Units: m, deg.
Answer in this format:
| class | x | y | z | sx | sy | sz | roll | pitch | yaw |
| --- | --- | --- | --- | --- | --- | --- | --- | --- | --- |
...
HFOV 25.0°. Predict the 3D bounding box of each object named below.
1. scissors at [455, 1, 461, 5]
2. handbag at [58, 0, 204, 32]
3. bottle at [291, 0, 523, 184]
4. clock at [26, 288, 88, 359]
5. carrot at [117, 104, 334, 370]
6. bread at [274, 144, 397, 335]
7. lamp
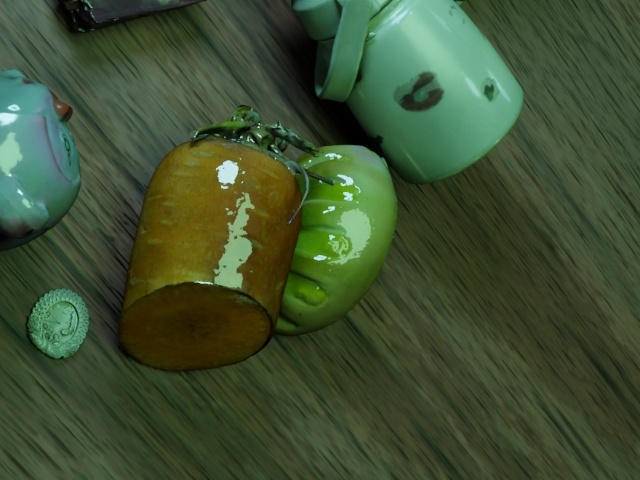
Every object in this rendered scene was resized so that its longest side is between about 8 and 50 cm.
| class | x | y | z | sx | sy | sz | roll | pitch | yaw |
| --- | --- | --- | --- | --- | --- | --- | --- | --- | --- |
| scissors | 0.150 | -0.326 | 2.088 | 0.256 | 0.030 | 0.125 | -39 | 105 | -32 |
| handbag | -0.246 | -0.369 | 1.773 | 0.216 | 0.074 | 0.203 | -22 | 95 | -36 |
| bottle | 0.086 | -0.257 | 1.896 | 0.351 | 0.229 | 0.229 | 49 | 57 | -24 |
| clock | -0.304 | 0.096 | 1.683 | 0.074 | 0.010 | 0.083 | 39 | 60 | -25 |
| carrot | -0.118 | -0.020 | 1.724 | 0.193 | 0.214 | 0.331 | 23 | 65 | -26 |
| bread | 0.008 | -0.011 | 1.846 | 0.158 | 0.156 | 0.260 | 29 | 65 | -31 |
| lamp | -0.404 | -0.112 | 1.542 | 0.247 | 0.247 | 0.301 | -41 | 101 | -3 |
